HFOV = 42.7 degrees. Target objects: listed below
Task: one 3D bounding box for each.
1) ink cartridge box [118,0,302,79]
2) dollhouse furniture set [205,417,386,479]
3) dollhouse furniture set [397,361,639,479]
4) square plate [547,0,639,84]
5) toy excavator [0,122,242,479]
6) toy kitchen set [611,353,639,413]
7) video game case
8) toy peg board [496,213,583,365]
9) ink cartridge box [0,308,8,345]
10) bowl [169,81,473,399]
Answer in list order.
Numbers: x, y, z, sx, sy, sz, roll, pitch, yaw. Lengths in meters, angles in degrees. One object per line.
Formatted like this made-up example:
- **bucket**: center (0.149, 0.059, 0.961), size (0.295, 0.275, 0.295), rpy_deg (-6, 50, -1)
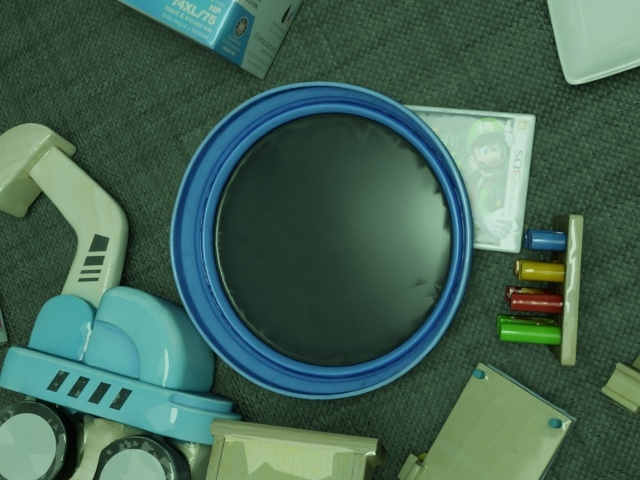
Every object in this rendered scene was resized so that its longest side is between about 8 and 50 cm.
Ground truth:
- **ink cartridge box**: center (-0.118, -0.377, 1.011), size (0.197, 0.198, 0.270), rpy_deg (29, 97, 12)
- **dollhouse furniture set**: center (-0.009, 0.377, 0.917), size (0.361, 0.394, 0.257), rpy_deg (4, 67, 15)
- **dollhouse furniture set**: center (0.290, 0.250, 0.972), size (0.303, 0.198, 0.287), rpy_deg (29, 93, 36)
- **square plate**: center (0.416, -0.385, 0.935), size (0.343, 0.049, 0.347), rpy_deg (-14, 81, 22)
- **toy excavator**: center (-0.284, 0.099, 1.073), size (0.432, 0.222, 0.445), rpy_deg (14, 80, 13)
- **toy kitchen set**: center (0.406, 0.188, 0.963), size (0.068, 0.083, 0.075), rpy_deg (30, 99, -31)
- **video game case**: center (0.166, -0.080, 1.037), size (0.190, 0.022, 0.173), rpy_deg (7, 92, 13)
- **toy peg board**: center (0.248, 0.050, 0.945), size (0.079, 0.161, 0.161), rpy_deg (3, 91, 9)
- **ink cartridge box**: center (-0.644, 0.034, 1.204), size (0.324, 0.071, 0.330), rpy_deg (-15, 84, 13)
- **bowl**: center (0.000, 0.000, 1.033), size (0.390, 0.077, 0.391), rpy_deg (0, 91, 19)
